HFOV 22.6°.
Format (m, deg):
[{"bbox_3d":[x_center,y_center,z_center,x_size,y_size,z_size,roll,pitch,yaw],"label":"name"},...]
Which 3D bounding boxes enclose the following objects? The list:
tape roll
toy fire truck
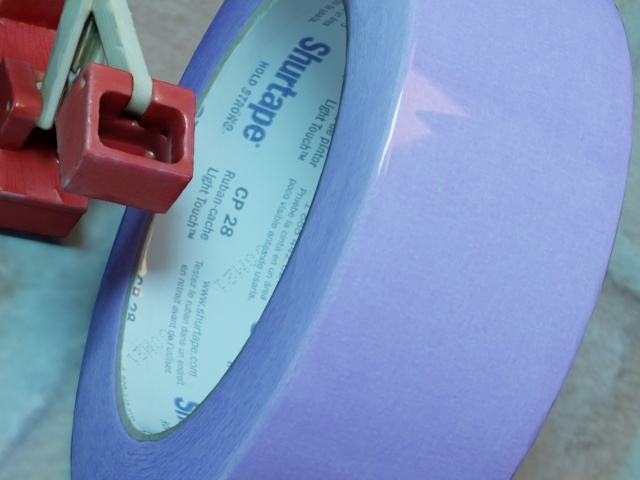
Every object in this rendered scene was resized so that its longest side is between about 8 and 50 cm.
[{"bbox_3d":[0.000,0.000,0.614,0.090,0.275,0.275,22,47,-20],"label":"tape roll"},{"bbox_3d":[-0.109,-0.073,0.696,0.047,0.135,0.192,12,51,-29],"label":"toy fire truck"}]
